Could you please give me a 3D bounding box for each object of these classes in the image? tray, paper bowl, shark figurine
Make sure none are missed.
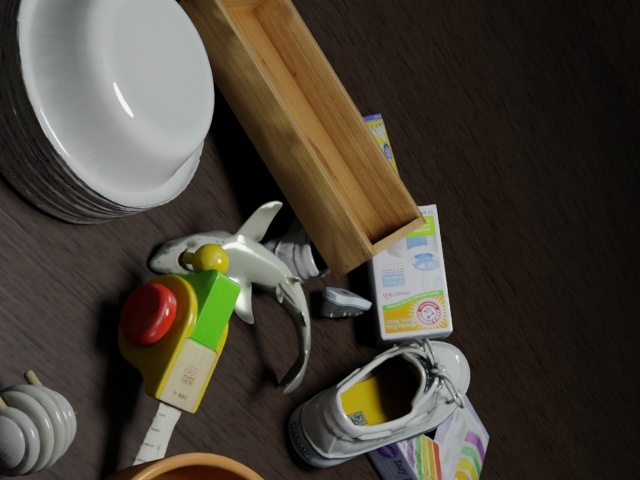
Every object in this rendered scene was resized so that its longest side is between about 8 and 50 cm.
[{"bbox_3d":[-0.023,-0.161,1.380,0.411,0.076,0.203,59,29,1],"label":"tray"},{"bbox_3d":[-0.224,-0.168,1.083,0.284,0.148,0.284,30,53,-52],"label":"paper bowl"},{"bbox_3d":[-0.080,0.057,1.284,0.166,0.116,0.278,-49,118,-15],"label":"shark figurine"}]

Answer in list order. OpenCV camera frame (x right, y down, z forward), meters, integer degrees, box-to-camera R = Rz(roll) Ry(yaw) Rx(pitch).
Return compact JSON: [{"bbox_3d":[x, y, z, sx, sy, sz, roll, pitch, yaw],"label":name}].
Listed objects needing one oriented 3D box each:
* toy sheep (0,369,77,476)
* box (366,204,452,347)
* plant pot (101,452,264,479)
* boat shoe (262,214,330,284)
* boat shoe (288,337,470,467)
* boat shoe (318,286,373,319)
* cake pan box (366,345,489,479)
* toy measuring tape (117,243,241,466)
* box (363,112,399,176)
[{"bbox_3d":[-0.272,0.171,0.923,0.132,0.091,0.091,-26,100,-65],"label":"toy sheep"},{"bbox_3d":[0.133,0.057,1.582,0.103,0.114,0.203,96,-12,-77],"label":"box"},{"bbox_3d":[-0.169,0.342,0.886,0.291,0.203,0.291,23,60,-47],"label":"plant pot"},{"bbox_3d":[0.000,0.000,1.423,0.267,0.088,0.096,-31,107,-67],"label":"boat shoe"},{"bbox_3d":[0.124,0.199,1.424,0.367,0.156,0.136,-11,67,-46],"label":"boat shoe"},{"bbox_3d":[0.034,0.096,1.509,0.142,0.049,0.040,18,98,-63],"label":"boat shoe"},{"bbox_3d":[0.171,0.314,1.620,0.267,0.070,0.246,60,32,-23],"label":"cake pan box"},{"bbox_3d":[-0.186,0.152,1.093,0.121,0.121,0.330,37,70,-47],"label":"toy measuring tape"},{"bbox_3d":[0.088,-0.116,1.684,0.105,0.043,0.179,-25,101,-59],"label":"box"}]
